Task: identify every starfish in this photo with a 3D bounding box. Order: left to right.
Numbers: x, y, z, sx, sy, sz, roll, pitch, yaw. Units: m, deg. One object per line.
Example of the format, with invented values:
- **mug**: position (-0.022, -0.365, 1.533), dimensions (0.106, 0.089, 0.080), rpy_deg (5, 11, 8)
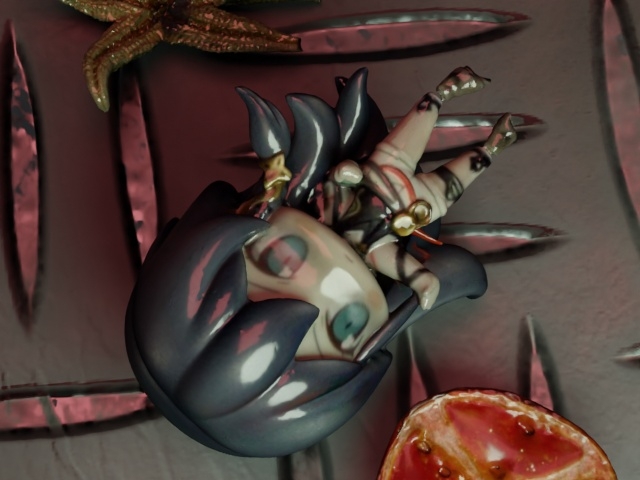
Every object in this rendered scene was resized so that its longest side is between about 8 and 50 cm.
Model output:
- **starfish**: position (-0.112, -0.175, 1.198), dimensions (0.223, 0.050, 0.217), rpy_deg (14, 66, -6)

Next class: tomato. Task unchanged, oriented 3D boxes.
- **tomato**: position (0.105, 0.174, 1.062), dimensions (0.155, 0.069, 0.156), rpy_deg (0, 69, 0)

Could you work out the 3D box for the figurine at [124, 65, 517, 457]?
- **figurine**: position (-0.003, 0.015, 1.058), dimensions (0.265, 0.197, 0.175), rpy_deg (-35, 72, -30)
